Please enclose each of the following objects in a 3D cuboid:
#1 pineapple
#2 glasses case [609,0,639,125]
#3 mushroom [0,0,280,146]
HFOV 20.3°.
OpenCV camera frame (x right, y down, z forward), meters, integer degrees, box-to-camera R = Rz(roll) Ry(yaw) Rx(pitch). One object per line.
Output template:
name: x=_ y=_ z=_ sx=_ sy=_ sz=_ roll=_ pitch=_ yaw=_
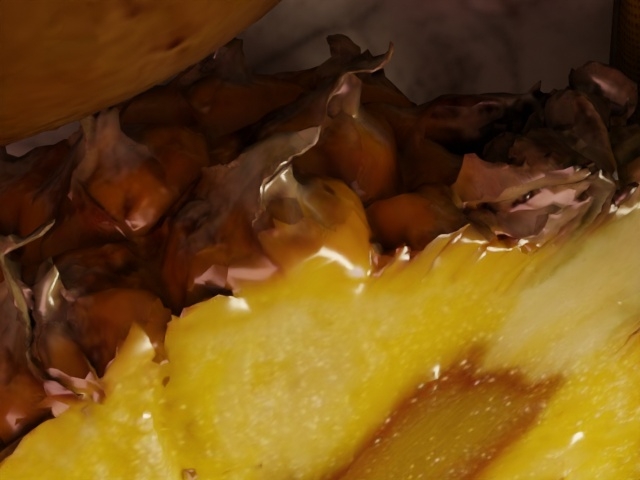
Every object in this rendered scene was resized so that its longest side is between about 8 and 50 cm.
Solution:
pineapple: x=0.003 y=-0.002 z=0.637 sx=0.286 sy=0.209 sz=0.344 roll=-47 pitch=143 yaw=13
glasses case: x=0.146 y=-0.018 z=0.656 sx=0.079 sy=0.064 sz=0.234 roll=-8 pitch=129 yaw=3
mushroom: x=-0.135 y=-0.189 z=0.414 sx=0.356 sy=0.331 sz=0.334 roll=33 pitch=160 yaw=9
